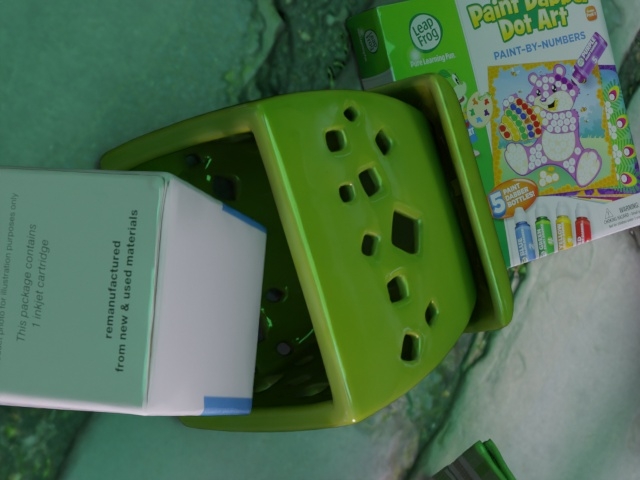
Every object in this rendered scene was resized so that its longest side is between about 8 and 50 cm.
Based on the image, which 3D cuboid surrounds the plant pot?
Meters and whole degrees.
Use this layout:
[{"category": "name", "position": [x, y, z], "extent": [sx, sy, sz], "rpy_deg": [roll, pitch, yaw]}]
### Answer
[{"category": "plant pot", "position": [0.000, 0.000, 1.029], "extent": [0.207, 0.227, 0.228], "rpy_deg": [-21, 97, -37]}]

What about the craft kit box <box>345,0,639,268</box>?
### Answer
[{"category": "craft kit box", "position": [0.164, -0.104, 1.225], "extent": [0.250, 0.061, 0.246], "rpy_deg": [-17, 93, -30]}]

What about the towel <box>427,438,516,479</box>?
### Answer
[{"category": "towel", "position": [0.141, 0.222, 1.114], "extent": [0.023, 0.152, 0.113], "rpy_deg": [-32, 78, -23]}]

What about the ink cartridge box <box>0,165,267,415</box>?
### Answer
[{"category": "ink cartridge box", "position": [-0.208, 0.030, 0.818], "extent": [0.308, 0.223, 0.129], "rpy_deg": [4, 85, 12]}]
